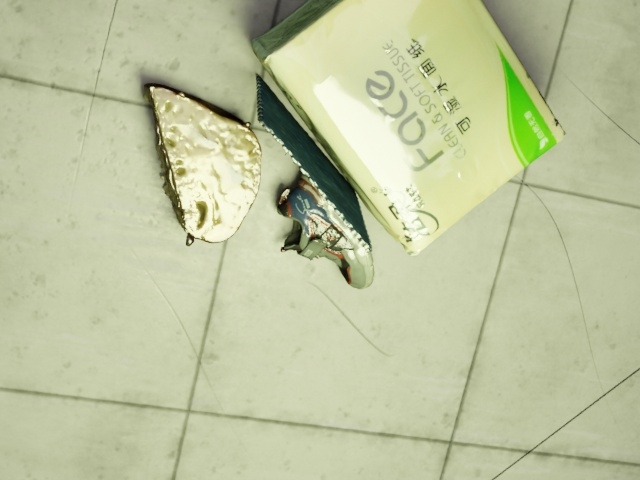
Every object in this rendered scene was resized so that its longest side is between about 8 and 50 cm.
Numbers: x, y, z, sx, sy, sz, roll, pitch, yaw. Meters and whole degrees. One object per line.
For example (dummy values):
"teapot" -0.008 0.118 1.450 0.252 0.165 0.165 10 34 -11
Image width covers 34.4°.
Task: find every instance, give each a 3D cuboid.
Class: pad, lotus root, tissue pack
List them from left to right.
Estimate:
"lotus root" -0.179 -0.127 1.637 0.170 0.074 0.260 -9 105 -14
"pad" -0.013 -0.123 1.584 0.012 0.269 0.269 -36 113 11
"tissue pack" 0.141 -0.237 1.626 0.332 0.205 0.405 -38 109 0

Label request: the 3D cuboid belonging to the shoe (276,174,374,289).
"shoe" 0.000 0.000 1.701 0.125 0.099 0.227 -32 106 -12
